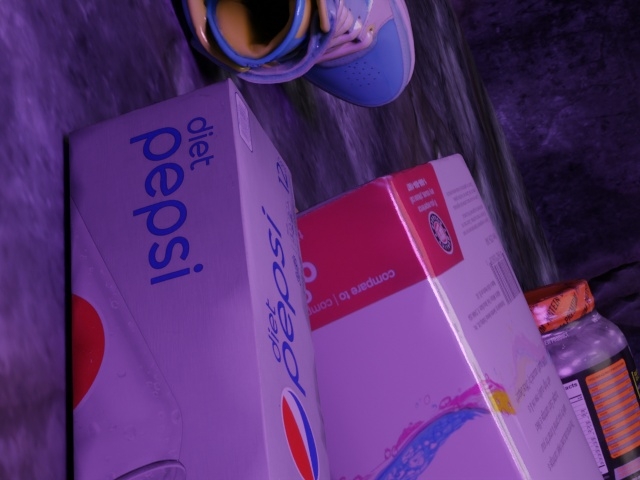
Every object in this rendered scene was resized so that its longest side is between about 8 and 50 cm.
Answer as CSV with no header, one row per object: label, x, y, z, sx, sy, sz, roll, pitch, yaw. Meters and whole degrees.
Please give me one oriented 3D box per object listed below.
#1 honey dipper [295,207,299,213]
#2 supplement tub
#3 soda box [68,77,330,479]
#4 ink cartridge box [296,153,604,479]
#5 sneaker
honey dipper,0.000,0.000,1.216,0.160,0.030,0.030,36,38,-62
supplement tub,0.255,0.212,1.601,0.193,0.193,0.316,-24,96,-77
soda box,-0.059,0.064,0.736,0.091,0.098,0.286,57,20,-51
ink cartridge box,0.081,0.108,1.017,0.306,0.131,0.226,67,17,1
sneaker,-0.017,-0.161,1.154,0.319,0.127,0.208,46,25,-41
